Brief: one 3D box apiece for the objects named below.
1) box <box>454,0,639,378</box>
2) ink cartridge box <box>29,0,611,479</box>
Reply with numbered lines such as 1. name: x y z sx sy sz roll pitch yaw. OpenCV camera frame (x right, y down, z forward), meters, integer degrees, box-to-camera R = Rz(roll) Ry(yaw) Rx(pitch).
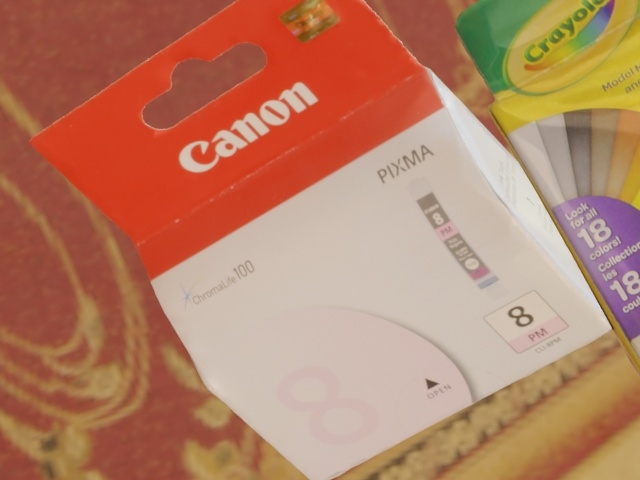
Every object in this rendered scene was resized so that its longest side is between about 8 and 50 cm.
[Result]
1. box: 0.110 0.003 0.389 0.179 0.105 0.043 62 10 18
2. ink cartridge box: 0.000 0.000 0.933 0.232 0.189 0.066 42 31 -31
